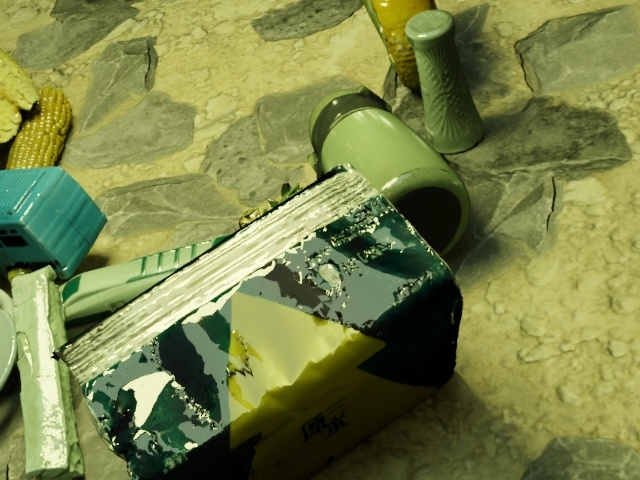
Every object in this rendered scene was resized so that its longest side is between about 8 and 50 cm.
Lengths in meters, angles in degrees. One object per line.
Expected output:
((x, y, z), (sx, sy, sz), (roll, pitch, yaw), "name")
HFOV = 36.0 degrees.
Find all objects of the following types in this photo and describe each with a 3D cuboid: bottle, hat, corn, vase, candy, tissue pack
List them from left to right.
((-0.532, -0.183, 1.855), (0.097, 0.097, 0.319), (-11, 44, 11), "corn")
((-0.083, -0.018, 1.522), (0.077, 0.059, 0.076), (-6, 27, 9), "hat")
((-0.062, 0.140, 1.167), (0.417, 0.264, 0.253), (-32, 59, -13), "tissue pack")
((0.084, -0.109, 1.478), (0.168, 0.168, 0.347), (-25, 37, -4), "bottle")
((0.145, -0.384, 1.670), (0.118, 0.260, 0.260), (-20, 41, 9), "candy")
((0.190, -0.248, 1.532), (0.096, 0.219, 0.096), (-12, 41, 11), "vase")

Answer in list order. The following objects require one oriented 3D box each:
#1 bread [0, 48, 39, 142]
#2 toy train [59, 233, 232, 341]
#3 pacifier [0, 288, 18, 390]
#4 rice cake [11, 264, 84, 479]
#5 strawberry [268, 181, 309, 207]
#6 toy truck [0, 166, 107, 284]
((-0.697, -0.327, 1.900), (0.165, 0.237, 0.375), (-56, 30, -1), "bread")
((-0.277, 0.075, 1.479), (0.407, 0.088, 0.086), (-15, 43, 9), "toy train")
((-0.576, 0.139, 1.418), (0.300, 0.233, 0.244), (14, 66, 32), "pacifier")
((-0.385, 0.180, 1.377), (0.066, 0.063, 0.336), (-20, 55, 2), "rice cake")
((-0.002, -0.003, 1.419), (0.085, 0.140, 0.192), (-26, 37, -18), "strawberry")
((-0.537, -0.021, 1.611), (0.385, 0.162, 0.161), (-1, 46, 33), "toy truck")
